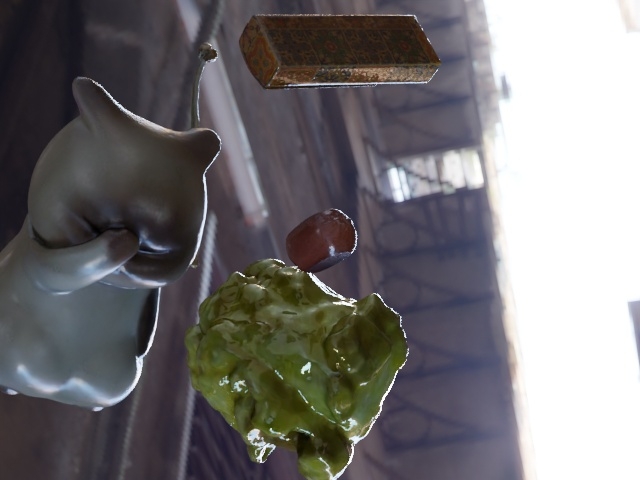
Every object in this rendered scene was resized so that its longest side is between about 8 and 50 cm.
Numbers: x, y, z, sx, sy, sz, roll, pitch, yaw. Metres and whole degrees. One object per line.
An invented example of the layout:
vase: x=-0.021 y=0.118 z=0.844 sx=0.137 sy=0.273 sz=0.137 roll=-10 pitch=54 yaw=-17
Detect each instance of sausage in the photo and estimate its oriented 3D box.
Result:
sausage: x=0.000 y=-0.001 z=1.524 sx=0.059 sy=0.054 sz=0.094 roll=-6 pitch=163 yaw=-37

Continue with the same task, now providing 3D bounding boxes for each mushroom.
mushroom: x=-0.146 y=-0.104 z=1.691 sx=0.026 sy=0.028 sz=0.286 roll=9 pitch=-106 yaw=-18

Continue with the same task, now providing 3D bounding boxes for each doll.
doll: x=-0.263 y=0.031 z=1.589 sx=0.215 sy=0.370 sz=0.226 roll=21 pitch=-153 yaw=-21

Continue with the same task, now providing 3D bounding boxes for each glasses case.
glasses case: x=0.022 y=-0.204 z=1.533 sx=0.218 sy=0.049 sz=0.075 roll=-6 pitch=-122 yaw=-35

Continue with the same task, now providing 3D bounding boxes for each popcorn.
popcorn: x=-0.039 y=0.153 z=1.742 sx=0.250 sy=0.235 sz=0.242 roll=29 pitch=-104 yaw=17
